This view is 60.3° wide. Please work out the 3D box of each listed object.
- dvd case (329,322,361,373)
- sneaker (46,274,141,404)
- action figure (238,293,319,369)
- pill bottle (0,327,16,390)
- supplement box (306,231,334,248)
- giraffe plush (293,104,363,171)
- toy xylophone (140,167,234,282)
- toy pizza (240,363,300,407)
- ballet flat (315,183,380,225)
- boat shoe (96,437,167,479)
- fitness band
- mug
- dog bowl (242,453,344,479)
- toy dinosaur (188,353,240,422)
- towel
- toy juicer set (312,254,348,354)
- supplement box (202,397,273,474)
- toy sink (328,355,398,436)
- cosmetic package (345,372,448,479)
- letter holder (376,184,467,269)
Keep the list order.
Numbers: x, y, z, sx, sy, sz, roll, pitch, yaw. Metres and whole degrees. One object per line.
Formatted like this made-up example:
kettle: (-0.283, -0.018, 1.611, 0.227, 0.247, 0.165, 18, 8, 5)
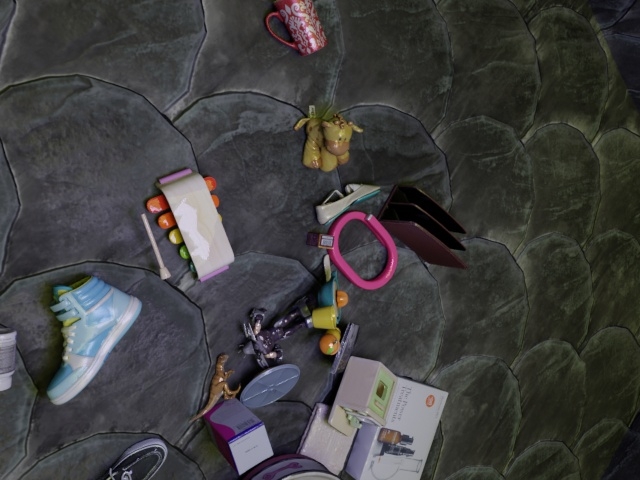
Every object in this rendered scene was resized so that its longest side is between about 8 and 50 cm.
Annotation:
dvd case: (0.086, 0.349, 1.784, 0.221, 0.018, 0.165, 44, 67, -73)
sneaker: (-0.623, 0.228, 1.373, 0.208, 0.127, 0.319, 45, 64, -29)
action figure: (-0.127, 0.277, 1.694, 0.284, 0.099, 0.186, -28, 116, -21)
pill bottle: (-0.771, 0.283, 1.313, 0.078, 0.078, 0.137, 2, 94, -31)
supplement box: (0.000, 0.000, 1.740, 0.054, 0.083, 0.043, 7, 91, -31)
giraffe plush: (0.038, -0.316, 1.677, 0.181, 0.170, 0.210, -30, 110, -24)
toy xylophone: (-0.367, -0.030, 1.518, 0.236, 0.081, 0.323, -18, 105, -28)
toy pizza: (-0.156, 0.438, 1.682, 0.201, 0.032, 0.201, -23, 143, -18)
ballet flat: (0.085, -0.138, 1.784, 0.248, 0.086, 0.086, -32, 111, -23)
boat shoe: (-0.542, 0.661, 1.478, 0.306, 0.105, 0.113, -30, 110, -25)
fitness band: (0.143, 0.035, 1.848, 0.209, 0.054, 0.291, -50, 116, -16)
mug: (-0.069, -0.640, 1.633, 0.169, 0.150, 0.113, 62, 30, -26)
dog bowl: (-0.105, 0.849, 1.703, 0.407, 0.150, 0.409, -7, 108, -24)
toy dinosaur: (-0.303, 0.444, 1.634, 0.112, 0.064, 0.212, 20, 75, -13)
towel: (0.010, 0.697, 1.847, 0.187, 0.049, 0.282, 27, 81, -31)
toy juicer set: (0.048, 0.211, 1.704, 0.089, 0.329, 0.209, -6, 120, 10)
supplement box: (-0.242, 0.552, 1.579, 0.111, 0.220, 0.114, -22, 108, -26)
toy sink: (0.146, 0.526, 1.810, 0.153, 0.131, 0.234, 48, 56, -43)
cosmetic package: (0.280, 0.684, 1.982, 0.284, 0.097, 0.378, 24, 83, -34)
letter holder: (0.383, -0.044, 1.889, 0.301, 0.214, 0.152, 36, 77, -29)
